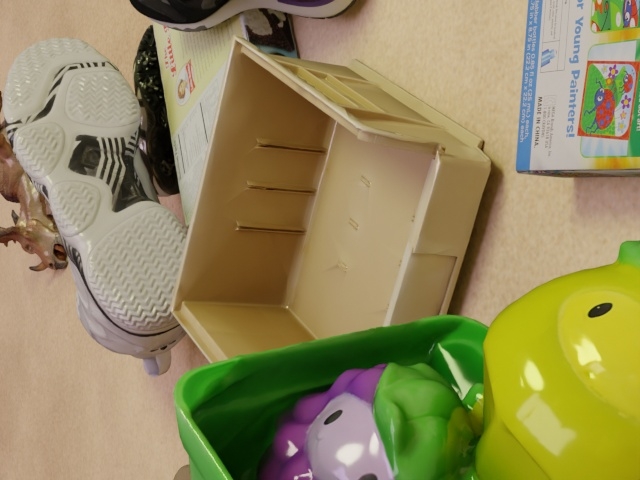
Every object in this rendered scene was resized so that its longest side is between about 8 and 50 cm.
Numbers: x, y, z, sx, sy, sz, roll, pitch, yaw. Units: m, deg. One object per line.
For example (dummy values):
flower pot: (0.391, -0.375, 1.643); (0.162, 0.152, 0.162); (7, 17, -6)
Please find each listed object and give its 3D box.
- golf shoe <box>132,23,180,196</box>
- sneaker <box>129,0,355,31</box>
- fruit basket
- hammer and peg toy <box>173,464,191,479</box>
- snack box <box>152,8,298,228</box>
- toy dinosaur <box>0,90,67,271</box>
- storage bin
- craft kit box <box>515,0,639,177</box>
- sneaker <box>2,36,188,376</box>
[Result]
golf shoe: (-0.184, -0.143, 1.502); (0.094, 0.077, 0.198); (-29, 60, 56)
sneaker: (-0.098, -0.267, 1.231); (0.283, 0.124, 0.107); (2, 77, 41)
fruit basket: (0.115, 0.153, 0.743); (0.392, 0.283, 0.392); (21, 116, 53)
hammer and peg toy: (-0.058, 0.245, 1.173); (0.361, 0.127, 0.266); (41, 121, 55)
snack box: (-0.100, -0.192, 1.373); (0.187, 0.060, 0.322); (-45, 49, 48)
toy dinosaur: (-0.439, -0.097, 1.912); (0.296, 0.127, 0.200); (-120, 37, -53)
storage bin: (0.000, 0.000, 1.108); (0.260, 0.123, 0.262); (43, 123, 55)
craft kit box: (0.220, -0.162, 0.810); (0.246, 0.061, 0.250); (6, 92, 63)
sneaker: (-0.233, -0.028, 1.423); (0.366, 0.137, 0.210); (62, 162, 24)
